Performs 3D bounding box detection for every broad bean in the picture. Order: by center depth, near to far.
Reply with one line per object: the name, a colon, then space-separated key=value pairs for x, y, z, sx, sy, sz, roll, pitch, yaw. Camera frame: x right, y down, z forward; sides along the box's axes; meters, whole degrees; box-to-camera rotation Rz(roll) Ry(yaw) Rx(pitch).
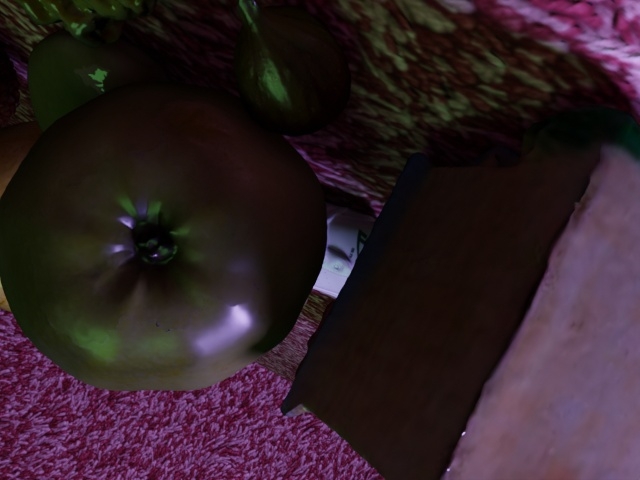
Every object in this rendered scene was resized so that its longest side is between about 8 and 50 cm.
broad bean: x=-0.288 y=-0.192 z=0.789 sx=0.189 sy=0.121 sz=0.263 roll=32 pitch=147 yaw=-23

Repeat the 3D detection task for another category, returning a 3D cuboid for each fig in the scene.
fig: x=-0.036 y=-0.160 z=0.533 sx=0.109 sy=0.103 sz=0.155 roll=-11 pitch=152 yaw=26

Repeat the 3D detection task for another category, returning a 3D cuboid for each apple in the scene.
apple: x=-0.166 y=-0.003 z=0.652 sx=0.357 sy=0.357 sz=0.357 roll=24 pitch=160 yaw=9

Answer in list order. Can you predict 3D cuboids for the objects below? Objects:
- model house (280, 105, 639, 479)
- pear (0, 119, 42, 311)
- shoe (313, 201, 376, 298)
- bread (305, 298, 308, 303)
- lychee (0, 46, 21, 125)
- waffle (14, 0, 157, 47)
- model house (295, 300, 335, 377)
model house: x=0.193 y=0.102 z=0.634 sx=0.382 sy=0.334 sz=0.343 roll=32 pitch=171 yaw=-27
pear: x=-0.477 y=-0.039 z=1.048 sx=0.348 sy=0.348 sz=0.348 roll=24 pitch=160 yaw=9
shoe: x=0.000 y=0.000 z=0.850 sx=0.363 sy=0.131 sz=0.160 roll=28 pitch=161 yaw=-15
bread: x=-0.111 y=0.107 z=1.324 sx=0.177 sy=0.084 sz=0.119 roll=31 pitch=161 yaw=-22
lychee: x=-0.540 y=-0.244 z=0.885 sx=0.188 sy=0.188 sz=0.188 roll=24 pitch=160 yaw=9
waffle: x=-0.289 y=-0.310 z=0.532 sx=0.317 sy=0.073 sz=0.297 roll=29 pitch=160 yaw=-11
model house: x=0.108 y=0.277 z=1.298 sx=0.254 sy=0.196 sz=0.160 roll=37 pitch=156 yaw=-28
